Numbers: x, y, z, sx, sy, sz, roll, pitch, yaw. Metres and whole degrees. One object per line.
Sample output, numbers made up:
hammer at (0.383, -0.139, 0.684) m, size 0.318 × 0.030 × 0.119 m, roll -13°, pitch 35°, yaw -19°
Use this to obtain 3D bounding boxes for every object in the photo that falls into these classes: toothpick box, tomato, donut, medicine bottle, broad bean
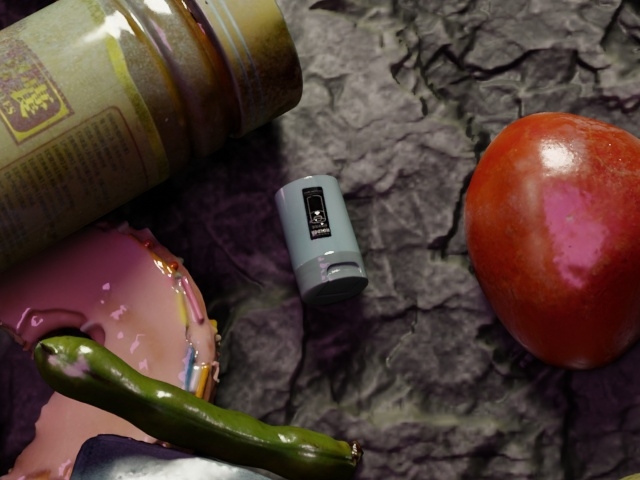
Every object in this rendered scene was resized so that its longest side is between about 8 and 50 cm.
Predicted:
toothpick box at (0.000, 0.000, 1.303) m, size 0.052 × 0.052 × 0.083 m, roll -21°, pitch 69°, yaw 11°
tomato at (0.170, -0.011, 1.235) m, size 0.174 × 0.082 × 0.166 m, roll 42°, pitch 91°, yaw 21°
donut at (-0.164, 0.092, 1.311) m, size 0.199 × 0.085 × 0.232 m, roll -19°, pitch 69°, yaw 12°
medicine bottle at (-0.185, -0.088, 1.277) m, size 0.322 × 0.151 × 0.151 m, roll -31°, pitch 66°, yaw -16°
broad bean at (-0.080, 0.121, 1.217) m, size 0.052 × 0.256 × 0.052 m, roll -49°, pitch 28°, yaw 43°

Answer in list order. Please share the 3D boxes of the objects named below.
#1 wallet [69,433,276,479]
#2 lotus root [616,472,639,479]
wallet at (-0.048, 0.261, 1.132) m, size 0.290 × 0.054 × 0.251 m, roll 16°, pitch 44°, yaw -2°
lotus root at (0.204, 0.203, 1.160) m, size 0.183 × 0.090 × 0.077 m, roll -25°, pitch 28°, yaw 9°
